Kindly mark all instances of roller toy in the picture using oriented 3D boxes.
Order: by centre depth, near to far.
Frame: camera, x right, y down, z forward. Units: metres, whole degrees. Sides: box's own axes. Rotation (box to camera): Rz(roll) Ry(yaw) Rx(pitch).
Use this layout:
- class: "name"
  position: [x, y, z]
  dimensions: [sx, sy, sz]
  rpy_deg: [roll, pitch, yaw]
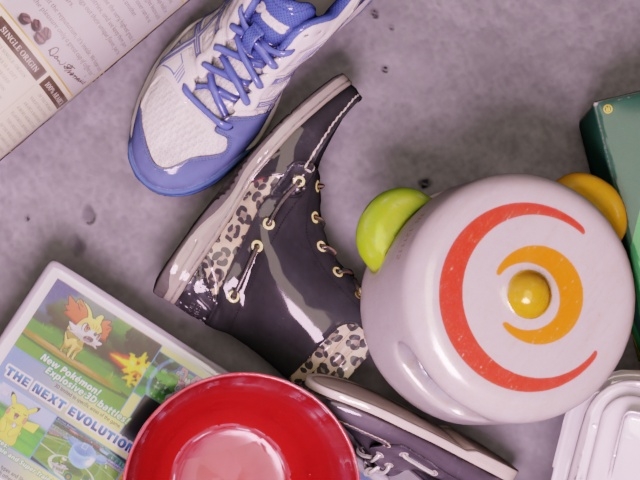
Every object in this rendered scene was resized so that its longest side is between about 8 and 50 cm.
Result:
- class: "roller toy"
  position: [0.141, 0.047, 1.544]
  dimensions: [0.209, 0.146, 0.191]
  rpy_deg: [-3, 85, -18]

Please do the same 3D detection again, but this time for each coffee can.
- class: "coffee can"
  position: [-0.253, -0.193, 1.581]
  dimensions: [0.275, 0.201, 0.201]
  rpy_deg: [-41, 85, -6]

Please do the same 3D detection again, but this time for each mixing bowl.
- class: "mixing bowl"
  position: [-0.066, 0.191, 1.538]
  dimensions: [0.181, 0.098, 0.181]
  rpy_deg: [0, 87, -9]

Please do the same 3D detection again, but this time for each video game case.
- class: "video game case"
  position: [-0.159, 0.228, 1.592]
  dimensions: [0.329, 0.036, 0.300]
  rpy_deg: [33, 83, -5]

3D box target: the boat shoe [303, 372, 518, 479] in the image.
- class: "boat shoe"
  position: [0.064, 0.168, 1.580]
  dimensions: [0.206, 0.075, 0.065]
  rpy_deg: [27, 95, -27]

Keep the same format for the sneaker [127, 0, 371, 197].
- class: "sneaker"
  position: [-0.056, -0.166, 1.619]
  dimensions: [0.112, 0.131, 0.296]
  rpy_deg: [38, 85, 2]

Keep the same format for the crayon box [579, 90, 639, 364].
- class: "crayon box"
  position: [0.426, 0.005, 1.617]
  dimensions: [0.362, 0.106, 0.313]
  rpy_deg: [-13, 83, -2]

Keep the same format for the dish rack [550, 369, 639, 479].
- class: "dish rack"
  position: [0.292, 0.268, 1.467]
  dimensions: [0.285, 0.072, 0.333]
  rpy_deg: [13, 75, 11]

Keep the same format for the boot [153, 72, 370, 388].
- class: "boot"
  position: [-0.001, 0.001, 1.626]
  dimensions: [0.178, 0.085, 0.236]
  rpy_deg: [39, 83, -1]
